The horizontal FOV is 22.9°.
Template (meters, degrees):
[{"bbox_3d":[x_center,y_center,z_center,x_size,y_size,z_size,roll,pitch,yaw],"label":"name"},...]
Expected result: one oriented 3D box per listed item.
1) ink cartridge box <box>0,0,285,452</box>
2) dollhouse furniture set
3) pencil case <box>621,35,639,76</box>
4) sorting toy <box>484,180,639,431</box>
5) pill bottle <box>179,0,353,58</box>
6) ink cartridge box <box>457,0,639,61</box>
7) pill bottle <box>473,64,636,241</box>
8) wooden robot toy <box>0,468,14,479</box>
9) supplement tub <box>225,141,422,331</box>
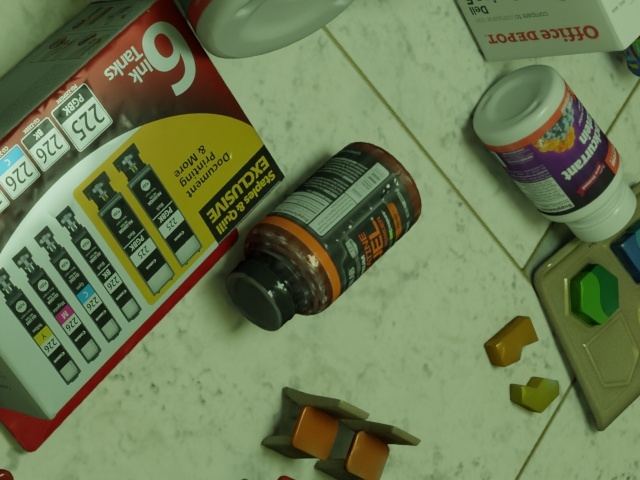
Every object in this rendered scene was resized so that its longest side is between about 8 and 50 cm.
[{"bbox_3d":[-0.190,-0.009,1.335,0.309,0.130,0.272,-48,120,-27],"label":"ink cartridge box"},{"bbox_3d":[0.037,0.307,1.528,0.259,0.135,0.262,31,73,-35],"label":"dollhouse furniture set"},{"bbox_3d":[0.338,-0.331,1.750,0.133,0.119,0.306,-51,121,-35],"label":"pencil case"},{"bbox_3d":[0.322,0.099,1.807,0.307,0.041,0.229,-37,114,-32],"label":"sorting toy"},{"bbox_3d":[-0.086,-0.310,1.326,0.161,0.161,0.283,-17,73,-37],"label":"pill bottle"},{"bbox_3d":[0.212,-0.325,1.597,0.115,0.198,0.273,-44,117,-28],"label":"ink cartridge box"},{"bbox_3d":[0.258,-0.088,1.705,0.193,0.108,0.108,47,65,-31],"label":"pill bottle"},{"bbox_3d":[-0.307,0.196,1.294,0.079,0.076,0.173,-50,120,-13],"label":"wooden robot toy"},{"bbox_3d":[0.000,0.000,1.505,0.198,0.106,0.106,-43,117,-28],"label":"supplement tub"}]
